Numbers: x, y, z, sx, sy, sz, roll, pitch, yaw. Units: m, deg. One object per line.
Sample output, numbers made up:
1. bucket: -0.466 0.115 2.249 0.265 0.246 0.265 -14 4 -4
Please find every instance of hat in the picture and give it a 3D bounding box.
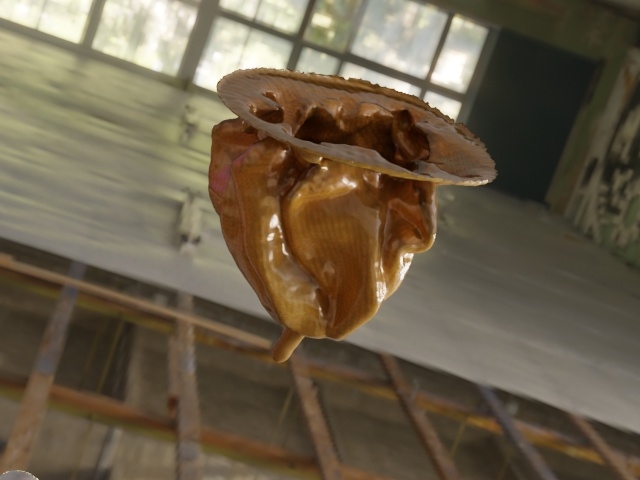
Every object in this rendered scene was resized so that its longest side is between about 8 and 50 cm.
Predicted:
1. hat: 0.000 0.000 1.050 0.233 0.233 0.244 21 -158 4

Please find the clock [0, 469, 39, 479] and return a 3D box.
1. clock: -0.241 0.436 1.316 0.342 0.184 0.325 12 -138 -20
